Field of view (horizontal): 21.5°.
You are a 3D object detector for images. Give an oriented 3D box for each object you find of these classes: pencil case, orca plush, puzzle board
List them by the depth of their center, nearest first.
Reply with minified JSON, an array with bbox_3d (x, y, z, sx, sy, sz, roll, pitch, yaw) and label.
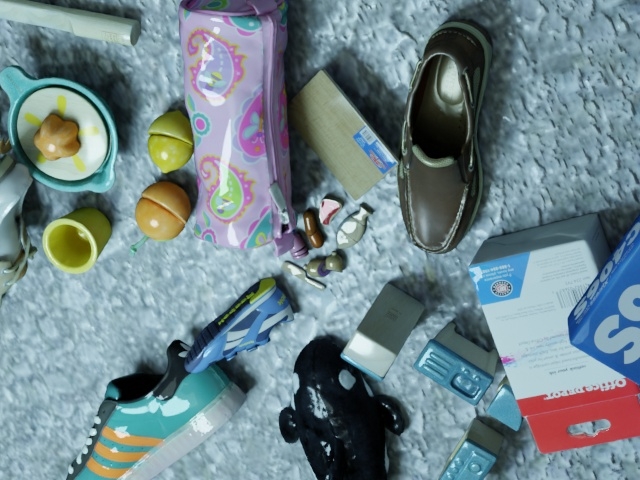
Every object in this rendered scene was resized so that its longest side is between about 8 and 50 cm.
[{"bbox_3d":[-0.082,-0.127,1.779,0.124,0.124,0.284,5,114,18],"label":"pencil case"},{"bbox_3d":[0.022,-0.112,1.790,0.128,0.011,0.096,50,143,0],"label":"puzzle board"},{"bbox_3d":[0.009,0.262,1.939,0.151,0.102,0.287,12,117,15],"label":"orca plush"}]

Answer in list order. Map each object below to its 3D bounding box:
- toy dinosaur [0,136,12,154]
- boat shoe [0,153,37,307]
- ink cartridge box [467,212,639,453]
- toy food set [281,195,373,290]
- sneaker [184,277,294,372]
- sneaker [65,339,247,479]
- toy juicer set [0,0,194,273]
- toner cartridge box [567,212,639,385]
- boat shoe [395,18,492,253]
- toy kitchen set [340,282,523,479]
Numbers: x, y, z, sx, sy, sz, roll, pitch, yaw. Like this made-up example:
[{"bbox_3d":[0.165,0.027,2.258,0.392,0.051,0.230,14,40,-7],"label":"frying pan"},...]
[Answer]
[{"bbox_3d":[-0.403,-0.139,1.940,0.112,0.064,0.211,49,128,29],"label":"toy dinosaur"},{"bbox_3d":[-0.378,0.005,1.937,0.103,0.113,0.302,38,145,-5],"label":"boat shoe"},{"bbox_3d":[0.261,0.101,1.786,0.134,0.078,0.231,-14,108,24],"label":"ink cartridge box"},{"bbox_3d":[0.000,0.000,1.869,0.078,0.019,0.122,29,120,5],"label":"toy food set"},{"bbox_3d":[-0.092,0.108,1.913,0.144,0.053,0.059,-40,111,6],"label":"sneaker"},{"bbox_3d":[-0.230,0.227,2.014,0.302,0.108,0.121,-38,96,22],"label":"sneaker"},{"bbox_3d":[-0.250,-0.126,1.862,0.209,0.089,0.329,-8,110,23],"label":"toy juicer set"},{"bbox_3d":[0.403,-0.006,1.641,0.165,0.075,0.348,30,109,-5],"label":"toner cartridge box"},{"bbox_3d":[0.117,-0.095,1.738,0.095,0.095,0.257,9,116,16],"label":"boat shoe"},{"bbox_3d":[0.109,0.184,1.855,0.207,0.122,0.166,31,120,4],"label":"toy kitchen set"}]
